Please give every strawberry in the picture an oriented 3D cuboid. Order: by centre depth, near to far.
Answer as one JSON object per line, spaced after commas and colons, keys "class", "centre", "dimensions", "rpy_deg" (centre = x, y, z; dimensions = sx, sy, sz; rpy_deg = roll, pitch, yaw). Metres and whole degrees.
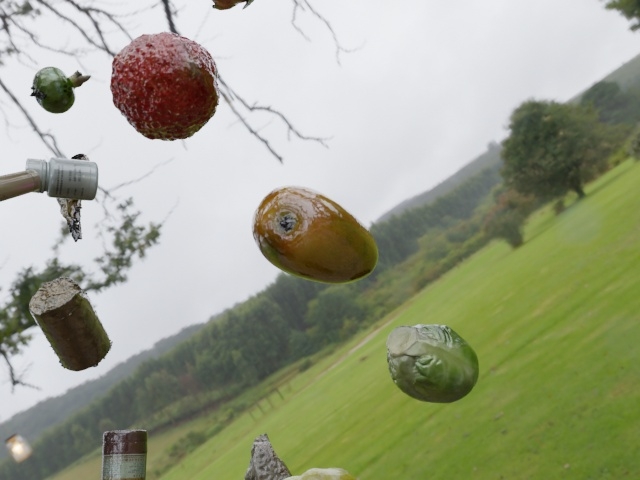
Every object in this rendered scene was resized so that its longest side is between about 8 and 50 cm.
{"class": "strawberry", "centre": [-0.339, -0.358, 1.564], "dimensions": [0.257, 0.257, 0.277], "rpy_deg": [-32, 11, -34]}

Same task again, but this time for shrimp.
{"class": "shrimp", "centre": [-0.585, -0.113, 1.624], "dimensions": [0.066, 0.262, 0.117], "rpy_deg": [19, -60, -41]}

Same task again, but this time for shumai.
{"class": "shumai", "centre": [-0.164, 0.660, 1.817], "dimensions": [0.186, 0.218, 0.184], "rpy_deg": [-32, 4, -8]}

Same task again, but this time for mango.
{"class": "mango", "centre": [0.000, 0.000, 1.395], "dimensions": [0.317, 0.211, 0.172], "rpy_deg": [26, -90, -48]}

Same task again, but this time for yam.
{"class": "yam", "centre": [-0.599, 0.200, 1.647], "dimensions": [0.238, 0.128, 0.129], "rpy_deg": [81, -158, -47]}

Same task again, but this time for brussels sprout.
{"class": "brussels sprout", "centre": [0.282, 0.312, 1.752], "dimensions": [0.244, 0.244, 0.244], "rpy_deg": [-34, -3, -2]}

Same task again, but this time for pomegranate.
{"class": "pomegranate", "centre": [-0.672, -0.397, 1.787], "dimensions": [0.162, 0.122, 0.122], "rpy_deg": [-29, -4, -13]}

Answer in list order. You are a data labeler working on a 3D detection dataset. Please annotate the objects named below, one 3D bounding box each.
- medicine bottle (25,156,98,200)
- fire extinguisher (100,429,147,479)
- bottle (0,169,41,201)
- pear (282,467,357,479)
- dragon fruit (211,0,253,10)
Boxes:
{"class": "medicine bottle", "centre": [-0.507, -0.121, 1.348], "dimensions": [0.131, 0.080, 0.080], "rpy_deg": [3, -22, -26]}
{"class": "fire extinguisher", "centre": [-0.327, 0.418, 1.086], "dimensions": [0.099, 0.231, 0.071], "rpy_deg": [8, -20, -22]}
{"class": "bottle", "centre": [-0.542, -0.096, 1.209], "dimensions": [0.045, 0.045, 0.096], "rpy_deg": [-37, -6, 39]}
{"class": "pear", "centre": [0.003, 0.521, 1.273], "dimensions": [0.200, 0.200, 0.200], "rpy_deg": [-34, -3, -2]}
{"class": "dragon fruit", "centre": [-0.245, -0.725, 1.829], "dimensions": [0.224, 0.224, 0.227], "rpy_deg": [-33, 3, -27]}
